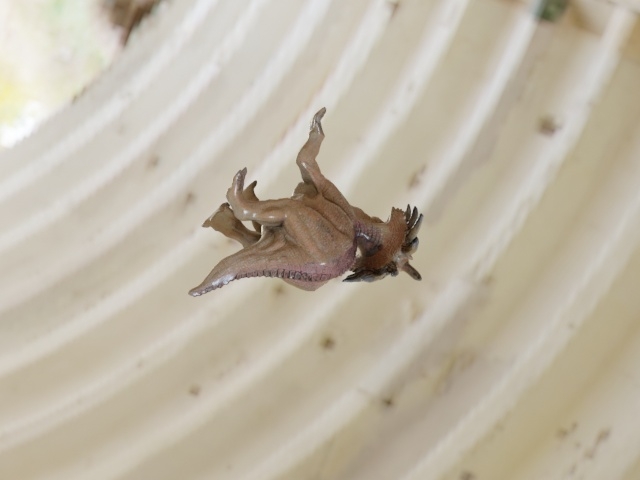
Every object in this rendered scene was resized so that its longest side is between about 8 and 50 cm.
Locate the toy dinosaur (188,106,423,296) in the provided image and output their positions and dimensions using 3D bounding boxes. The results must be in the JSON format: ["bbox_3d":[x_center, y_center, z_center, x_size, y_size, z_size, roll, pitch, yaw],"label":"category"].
[{"bbox_3d":[0.000,0.000,1.839,0.200,0.127,0.295,45,-140,5],"label":"toy dinosaur"}]
